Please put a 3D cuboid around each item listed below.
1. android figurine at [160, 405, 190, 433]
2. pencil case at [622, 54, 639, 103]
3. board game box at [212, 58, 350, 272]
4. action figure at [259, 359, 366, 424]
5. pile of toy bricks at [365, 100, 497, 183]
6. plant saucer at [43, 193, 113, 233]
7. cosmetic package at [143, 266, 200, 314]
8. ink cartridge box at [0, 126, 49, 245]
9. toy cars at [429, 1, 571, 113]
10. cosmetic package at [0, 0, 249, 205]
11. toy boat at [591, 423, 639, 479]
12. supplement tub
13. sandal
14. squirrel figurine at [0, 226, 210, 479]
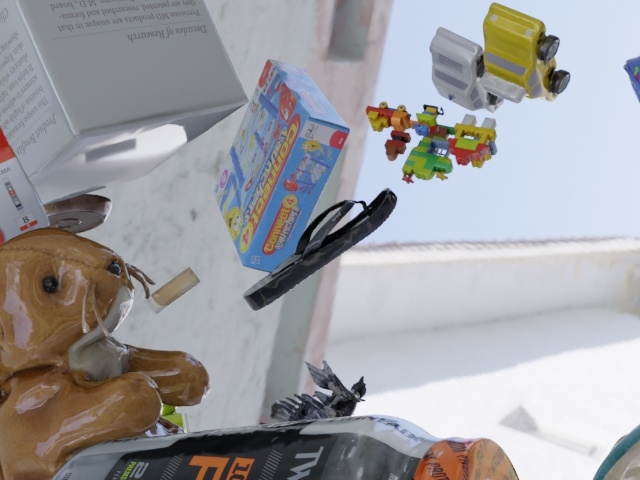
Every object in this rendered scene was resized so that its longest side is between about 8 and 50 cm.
[{"bbox_3d":[-0.255,0.392,1.748,0.273,0.056,0.248,116,145,-82],"label":"android figurine"},{"bbox_3d":[0.489,-0.212,1.077,0.119,0.306,0.133,41,-150,-38],"label":"pencil case"},{"bbox_3d":[-0.084,-0.143,1.844,0.086,0.302,0.308,15,-67,-25],"label":"board game box"},{"bbox_3d":[-0.010,0.303,1.801,0.164,0.141,0.275,-55,-17,12],"label":"action figure"},{"bbox_3d":[0.158,-0.129,1.470,0.105,0.212,0.118,-62,-32,-23],"label":"pile of toy bricks"},{"bbox_3d":[-0.448,-0.041,1.740,0.168,0.168,0.029,25,-130,-66],"label":"plant saucer"},{"bbox_3d":[-0.308,0.105,2.039,0.115,0.041,0.060,-37,3,-15],"label":"cosmetic package"},{"bbox_3d":[-0.428,-0.056,1.200,0.145,0.045,0.179,-26,-36,-14],"label":"ink cartridge box"},{"bbox_3d":[0.240,-0.238,1.428,0.087,0.176,0.393,-55,12,-5],"label":"toy cars"},{"bbox_3d":[-0.389,-0.295,1.503,0.327,0.329,0.394,-22,-94,-45],"label":"cosmetic package"},{"bbox_3d":[0.508,0.358,1.465,0.267,0.148,0.318,-35,-48,-4],"label":"toy boat"},{"bbox_3d":[-0.030,0.237,0.712,0.207,0.338,0.207,33,-129,-54],"label":"supplement tub"},{"bbox_3d":[0.000,0.000,1.320,0.254,0.054,0.097,-36,7,-13],"label":"sandal"},{"bbox_3d":[-0.334,0.177,1.158,0.281,0.397,0.370,-37,-66,-57],"label":"squirrel figurine"}]
